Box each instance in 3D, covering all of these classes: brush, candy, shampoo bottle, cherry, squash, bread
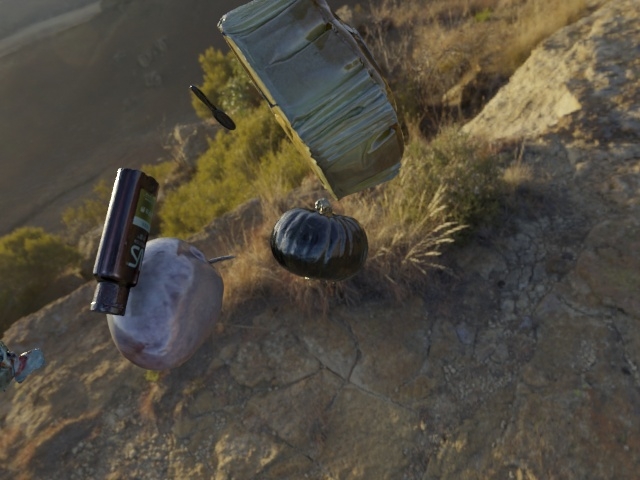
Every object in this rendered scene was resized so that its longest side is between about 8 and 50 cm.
[{"bbox_3d":[-0.129,-0.159,0.603,0.024,0.083,0.008,7,69,32],"label":"brush"},{"bbox_3d":[-0.579,0.195,0.779,0.292,0.086,0.059,4,0,-4],"label":"candy"},{"bbox_3d":[-0.446,0.006,1.132,0.084,0.129,0.322,5,74,9],"label":"shampoo bottle"},{"bbox_3d":[-0.402,0.159,1.294,0.292,0.326,0.335,3,13,5],"label":"cherry"},{"bbox_3d":[-0.001,0.006,0.972,0.155,0.193,0.193,-54,38,8],"label":"squash"},{"bbox_3d":[0.005,-0.150,0.525,0.110,0.210,0.192,-34,72,4],"label":"bread"}]
